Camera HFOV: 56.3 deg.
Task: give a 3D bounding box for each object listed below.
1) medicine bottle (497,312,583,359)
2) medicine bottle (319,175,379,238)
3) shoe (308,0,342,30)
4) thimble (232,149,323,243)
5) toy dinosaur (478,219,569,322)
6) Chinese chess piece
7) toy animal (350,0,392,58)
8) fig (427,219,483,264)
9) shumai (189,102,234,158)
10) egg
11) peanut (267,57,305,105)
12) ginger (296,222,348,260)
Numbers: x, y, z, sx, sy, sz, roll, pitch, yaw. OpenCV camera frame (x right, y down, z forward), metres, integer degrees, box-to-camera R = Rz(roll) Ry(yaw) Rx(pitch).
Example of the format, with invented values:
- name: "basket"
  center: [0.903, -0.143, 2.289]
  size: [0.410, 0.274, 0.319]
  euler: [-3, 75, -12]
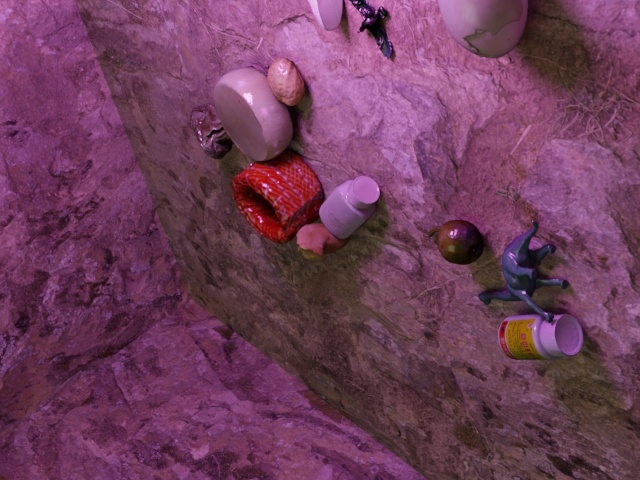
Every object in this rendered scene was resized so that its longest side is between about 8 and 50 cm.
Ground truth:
- name: "medicine bottle"
  center: [0.659, 0.290, 1.808]
  size: [0.139, 0.139, 0.225]
  euler: [56, 150, -7]
- name: "medicine bottle"
  center: [0.107, -0.124, 2.172]
  size: [0.161, 0.111, 0.296]
  euler: [49, 153, 4]
- name: "shoe"
  center: [-0.017, -0.732, 1.701]
  size: [0.110, 0.095, 0.265]
  euler: [22, 134, 51]
- name: "thimble"
  center: [-0.171, -0.179, 2.384]
  size: [0.350, 0.230, 0.350]
  euler: [37, 149, 26]
- name: "toy dinosaur"
  center: [0.552, 0.078, 1.790]
  size: [0.331, 0.129, 0.384]
  euler: [19, 137, 57]
- name: "Chinese chess piece"
  center: [-0.248, -0.468, 2.222]
  size: [0.349, 0.146, 0.349]
  euler: [42, 155, 25]
- name: "toy animal"
  center: [0.139, -0.606, 1.657]
  size: [0.220, 0.062, 0.108]
  euler: [54, 169, -6]
- name: "fig"
  center: [0.408, -0.011, 1.889]
  size: [0.245, 0.149, 0.149]
  euler: [39, 154, 61]
- name: "shumai"
  center: [-0.409, -0.486, 2.496]
  size: [0.225, 0.222, 0.261]
  euler: [44, -163, -46]
- name: "egg"
  center: [0.362, -0.507, 1.312]
  size: [0.183, 0.183, 0.217]
  euler: [2, 131, 54]
- name: "peanut"
  center: [-0.117, -0.535, 2.030]
  size: [0.159, 0.109, 0.140]
  euler: [64, 169, -11]
- name: "ginger"
  center: [0.000, 0.000, 2.327]
  size: [0.138, 0.267, 0.152]
  euler: [-31, 83, 44]
